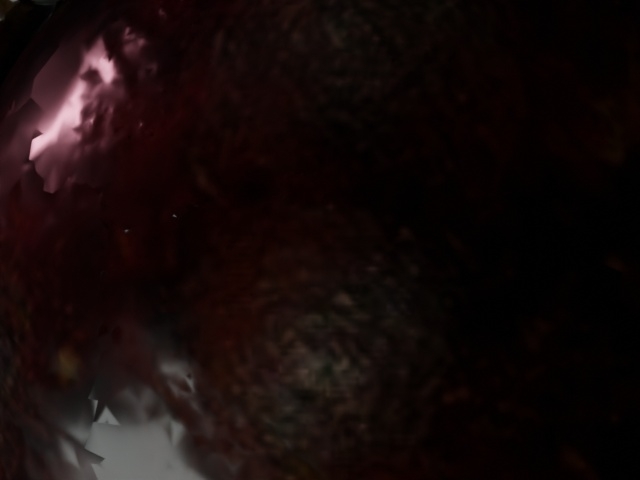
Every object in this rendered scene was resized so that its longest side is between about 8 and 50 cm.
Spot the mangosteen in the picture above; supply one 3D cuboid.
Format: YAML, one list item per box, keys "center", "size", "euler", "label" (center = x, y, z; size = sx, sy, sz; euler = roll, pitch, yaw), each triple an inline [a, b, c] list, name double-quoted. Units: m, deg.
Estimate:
- center: [0.015, 0.008, 0.568]
  size: [0.311, 0.311, 0.311]
  euler: [43, 166, 14]
  label: "mangosteen"
